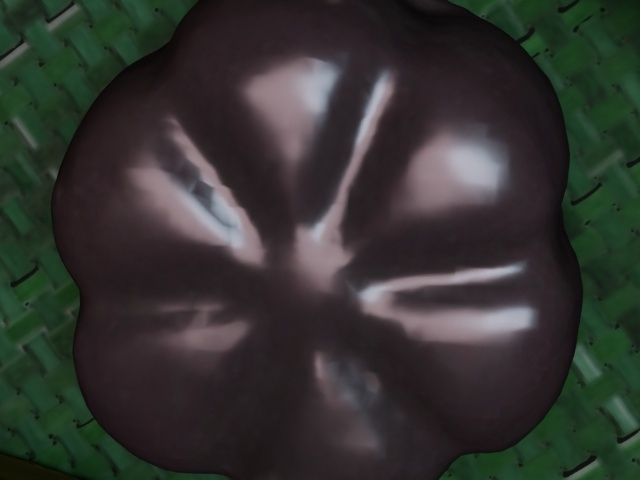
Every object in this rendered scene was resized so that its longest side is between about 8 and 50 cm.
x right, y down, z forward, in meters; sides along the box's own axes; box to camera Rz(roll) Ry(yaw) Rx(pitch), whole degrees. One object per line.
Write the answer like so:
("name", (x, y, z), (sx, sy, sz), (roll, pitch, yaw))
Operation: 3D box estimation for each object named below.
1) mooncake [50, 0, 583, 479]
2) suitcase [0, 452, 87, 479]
("mooncake", (0.000, 0.000, 0.572), (0.245, 0.133, 0.244), (2, 105, 7))
("suitcase", (-0.179, 0.201, 0.602), (0.235, 0.143, 0.193), (17, 99, 3))
